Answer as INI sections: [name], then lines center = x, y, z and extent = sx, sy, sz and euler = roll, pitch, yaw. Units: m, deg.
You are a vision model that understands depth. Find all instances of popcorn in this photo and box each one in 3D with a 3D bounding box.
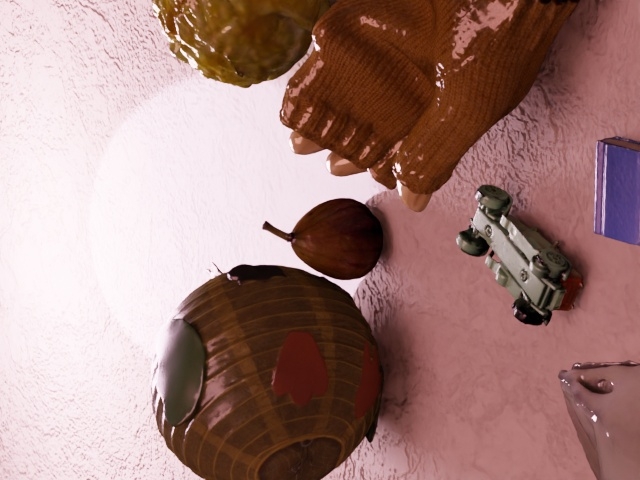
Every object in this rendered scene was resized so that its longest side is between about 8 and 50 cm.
[popcorn]
center = -0.085, -0.255, 2.020
extent = 0.212, 0.198, 0.198
euler = -88, 3, -68

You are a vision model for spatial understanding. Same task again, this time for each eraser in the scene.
[eraser]
center = 0.262, -0.042, 1.654
extent = 0.063, 0.027, 0.084
euler = 21, 117, 55

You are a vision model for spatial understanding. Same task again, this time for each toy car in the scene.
[toy car]
center = 0.181, 0.012, 1.774
extent = 0.143, 0.054, 0.073
euler = 53, 138, 42

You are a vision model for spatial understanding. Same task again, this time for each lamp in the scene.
[lamp]
center = -0.064, 0.128, 2.028
extent = 0.284, 0.250, 0.250
euler = 64, 145, 40

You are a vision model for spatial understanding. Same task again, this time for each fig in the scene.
[fig]
center = 0.000, 0.000, 1.988
extent = 0.089, 0.125, 0.088
euler = 11, 103, 58

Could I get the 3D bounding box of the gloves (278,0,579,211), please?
[gloves]
center = 0.108, -0.166, 1.745
extent = 0.356, 0.155, 0.203
euler = -44, 68, 35

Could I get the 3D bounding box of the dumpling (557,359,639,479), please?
[dumpling]
center = 0.338, 0.208, 1.490
extent = 0.341, 0.181, 0.260
euler = -6, 117, 29
